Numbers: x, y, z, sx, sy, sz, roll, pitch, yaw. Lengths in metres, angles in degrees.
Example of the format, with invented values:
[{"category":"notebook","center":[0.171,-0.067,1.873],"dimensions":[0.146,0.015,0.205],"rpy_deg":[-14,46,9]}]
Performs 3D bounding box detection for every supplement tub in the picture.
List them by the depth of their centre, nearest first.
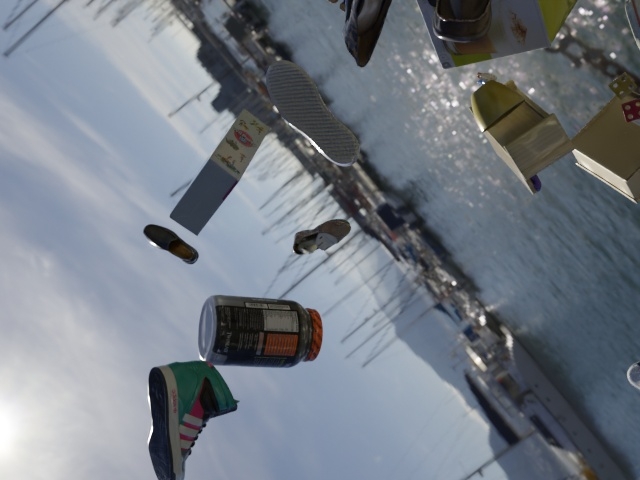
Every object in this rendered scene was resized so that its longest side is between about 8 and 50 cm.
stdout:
[{"category":"supplement tub","center":[-0.178,0.272,2.071],"dimensions":[0.338,0.207,0.207],"rpy_deg":[7,-156,-24]}]

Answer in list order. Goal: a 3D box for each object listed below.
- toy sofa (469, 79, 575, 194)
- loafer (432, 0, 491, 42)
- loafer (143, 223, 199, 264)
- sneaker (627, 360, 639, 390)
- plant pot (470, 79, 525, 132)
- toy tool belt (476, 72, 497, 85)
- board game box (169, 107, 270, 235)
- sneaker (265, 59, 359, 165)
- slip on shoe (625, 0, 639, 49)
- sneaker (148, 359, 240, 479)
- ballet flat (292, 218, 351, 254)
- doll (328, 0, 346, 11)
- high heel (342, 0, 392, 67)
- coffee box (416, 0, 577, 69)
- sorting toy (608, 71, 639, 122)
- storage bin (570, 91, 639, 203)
[{"category":"toy sofa","center":[0.553,-0.289,1.910],"dimensions":[0.177,0.150,0.362],"rpy_deg":[50,-167,-24]},{"category":"loafer","center":[0.335,-0.597,1.596],"dimensions":[0.134,0.366,0.130],"rpy_deg":[7,146,15]},{"category":"loafer","center":[-0.410,0.005,1.917],"dimensions":[0.170,0.062,0.061],"rpy_deg":[29,171,-4]},{"category":"sneaker","center":[0.741,0.312,1.493],"dimensions":[0.153,0.094,0.235],"rpy_deg":[6,-171,-36]},{"category":"plant pot","center":[0.445,-0.358,1.809],"dimensions":[0.095,0.134,0.134],"rpy_deg":[54,-176,5]},{"category":"toy tool belt","center":[0.550,-0.535,2.347],"dimensions":[0.052,0.051,0.083],"rpy_deg":[15,-172,-35]},{"category":"board game box","center":[-0.262,-0.186,1.842],"dimensions":[0.097,0.224,0.303],"rpy_deg":[35,-145,-13]},{"category":"sneaker","center":[-0.019,-0.279,1.596],"dimensions":[0.282,0.102,0.161],"rpy_deg":[53,-174,0]},{"category":"slip on shoe","center":[0.583,-0.410,1.178],"dimensions":[0.123,0.101,0.331],"rpy_deg":[61,-145,-17]},{"category":"sneaker","center":[-0.256,0.368,1.439],"dimensions":[0.178,0.295,0.124],"rpy_deg":[-12,-152,-36]},{"category":"ballet flat","center":[0.000,0.000,1.745],"dimensions":[0.073,0.067,0.206],"rpy_deg":[34,151,-23]},{"category":"doll","center":[0.075,-0.605,1.591],"dimensions":[0.129,0.046,0.189],"rpy_deg":[35,154,2]},{"category":"high heel","center":[0.102,-0.393,1.230],"dimensions":[0.261,0.093,0.186],"rpy_deg":[-132,32,-66]},{"category":"coffee box","center":[0.493,-0.736,1.961],"dimensions":[0.334,0.338,0.337],"rpy_deg":[-2,128,40]},{"category":"sorting toy","center":[0.801,-0.357,1.573],"dimensions":[0.132,0.275,0.046],"rpy_deg":[70,-154,-14]},{"category":"storage bin","center":[0.958,-0.300,2.157],"dimensions":[0.123,0.260,0.262],"rpy_deg":[38,-171,-42]}]
